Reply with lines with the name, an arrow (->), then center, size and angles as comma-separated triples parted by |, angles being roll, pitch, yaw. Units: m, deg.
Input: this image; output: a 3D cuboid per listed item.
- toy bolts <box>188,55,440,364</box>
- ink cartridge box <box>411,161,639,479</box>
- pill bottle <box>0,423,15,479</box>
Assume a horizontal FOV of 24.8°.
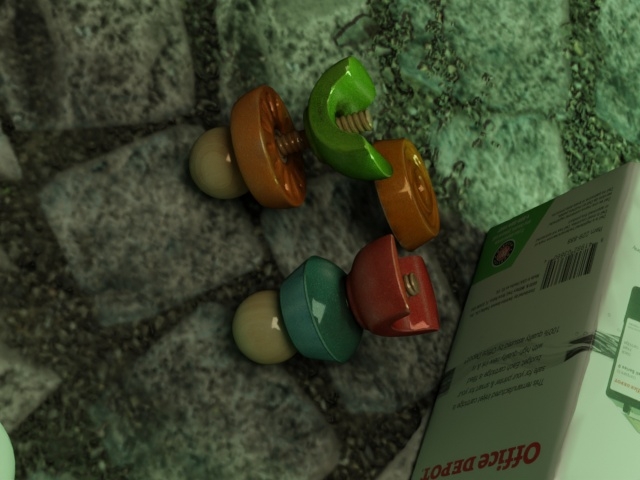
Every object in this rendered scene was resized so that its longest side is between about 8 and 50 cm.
toy bolts -> 0.000, 0.000, 1.195 | 0.218, 0.158, 0.228 | 41, 35, -60
ink cartridge box -> 0.203, 0.109, 1.196 | 0.121, 0.211, 0.289 | 30, 63, -19
pill bottle -> -0.292, 0.264, 0.793 | 0.224, 0.224, 0.392 | 25, 37, -20
